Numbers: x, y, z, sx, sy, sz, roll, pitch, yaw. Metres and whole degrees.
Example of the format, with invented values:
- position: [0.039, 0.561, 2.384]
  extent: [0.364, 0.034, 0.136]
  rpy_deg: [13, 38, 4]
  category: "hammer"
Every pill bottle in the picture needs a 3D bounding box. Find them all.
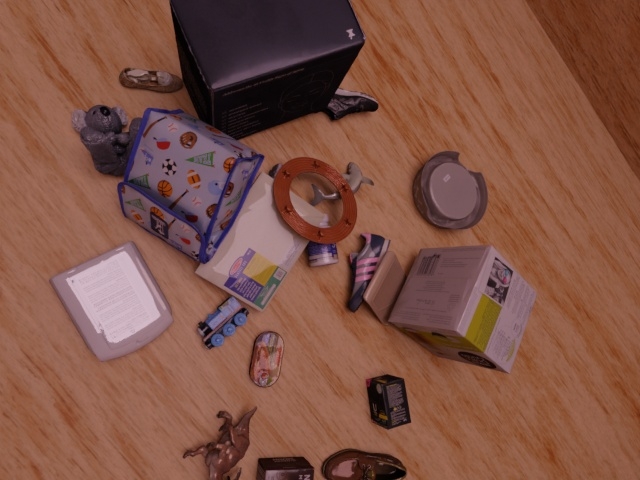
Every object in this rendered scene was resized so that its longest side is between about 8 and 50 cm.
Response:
- position: [0.000, 0.000, 1.585]
  extent: [0.112, 0.112, 0.186]
  rpy_deg: [-7, 85, -23]
  category: "pill bottle"

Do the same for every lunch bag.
- position: [-0.411, -0.156, 1.304]
  extent: [0.328, 0.239, 0.385]
  rpy_deg: [31, 110, 6]
  category: "lunch bag"

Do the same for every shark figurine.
- position: [0.091, -0.185, 1.666]
  extent: [0.166, 0.116, 0.278]
  rpy_deg: [37, 56, 23]
  category: "shark figurine"

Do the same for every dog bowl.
- position: [0.554, -0.208, 1.854]
  extent: [0.349, 0.102, 0.348]
  rpy_deg: [4, 79, -22]
  category: "dog bowl"

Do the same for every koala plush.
- position: [-0.672, -0.339, 1.353]
  extent: [0.196, 0.203, 0.221]
  rpy_deg: [-24, 70, -33]
  category: "koala plush"

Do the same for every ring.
- position: [-0.006, -0.148, 1.491]
  extent: [0.337, 0.032, 0.336]
  rpy_deg: [13, 63, -27]
  category: "ring"

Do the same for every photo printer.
- position: [-0.617, 0.191, 1.303]
  extent: [0.256, 0.107, 0.307]
  rpy_deg: [-30, 94, -23]
  category: "photo printer"

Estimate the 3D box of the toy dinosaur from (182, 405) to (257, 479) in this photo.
- position: [-0.286, 0.676, 1.357]
  extent: [0.200, 0.127, 0.295]
  rpy_deg: [51, 55, -15]
  category: "toy dinosaur"

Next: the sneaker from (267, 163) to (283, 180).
- position: [-0.155, -0.138, 1.562]
  extent: [0.115, 0.105, 0.281]
  rpy_deg: [9, 89, -27]
  category: "sneaker"

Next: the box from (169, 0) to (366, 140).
- position: [-0.182, -0.572, 1.375]
  extent: [0.480, 0.472, 0.297]
  rpy_deg: [-24, 91, -15]
  category: "box"

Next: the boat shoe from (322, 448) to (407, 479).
- position: [0.162, 0.809, 1.521]
  extent: [0.308, 0.104, 0.110]
  rpy_deg: [5, 79, -21]
  category: "boat shoe"

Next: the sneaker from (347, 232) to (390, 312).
- position: [0.154, 0.117, 1.651]
  extent: [0.131, 0.112, 0.318]
  rpy_deg: [25, 73, 8]
  category: "sneaker"

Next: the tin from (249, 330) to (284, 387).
- position: [-0.186, 0.409, 1.483]
  extent: [0.106, 0.040, 0.189]
  rpy_deg: [13, 77, -16]
  category: "tin"

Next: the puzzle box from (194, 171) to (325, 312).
- position: [-0.203, 0.007, 1.464]
  extent: [0.272, 0.052, 0.408]
  rpy_deg: [35, 83, -16]
  category: "puzzle box"

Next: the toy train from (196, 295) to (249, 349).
- position: [-0.326, 0.275, 1.428]
  extent: [0.184, 0.080, 0.105]
  rpy_deg: [-42, 89, -20]
  category: "toy train"

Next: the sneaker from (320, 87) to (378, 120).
- position: [0.092, -0.536, 1.731]
  extent: [0.284, 0.107, 0.124]
  rpy_deg: [9, 87, -13]
  category: "sneaker"

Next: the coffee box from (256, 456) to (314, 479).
- position: [-0.125, 0.876, 1.384]
  extent: [0.168, 0.119, 0.296]
  rpy_deg: [9, 78, -20]
  category: "coffee box"

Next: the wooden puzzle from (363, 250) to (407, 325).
- position: [0.255, 0.187, 1.654]
  extent: [0.220, 0.044, 0.238]
  rpy_deg: [-59, 138, -20]
  category: "wooden puzzle"

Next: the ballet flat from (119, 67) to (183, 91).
- position: [-0.576, -0.553, 1.465]
  extent: [0.206, 0.067, 0.073]
  rpy_deg: [-8, 83, -24]
  category: "ballet flat"

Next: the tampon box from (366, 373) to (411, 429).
- position: [0.249, 0.593, 1.585]
  extent: [0.102, 0.120, 0.160]
  rpy_deg: [-6, 83, -24]
  category: "tampon box"

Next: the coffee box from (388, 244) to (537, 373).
- position: [0.534, 0.251, 1.612]
  extent: [0.334, 0.338, 0.338]
  rpy_deg: [38, 69, -25]
  category: "coffee box"
